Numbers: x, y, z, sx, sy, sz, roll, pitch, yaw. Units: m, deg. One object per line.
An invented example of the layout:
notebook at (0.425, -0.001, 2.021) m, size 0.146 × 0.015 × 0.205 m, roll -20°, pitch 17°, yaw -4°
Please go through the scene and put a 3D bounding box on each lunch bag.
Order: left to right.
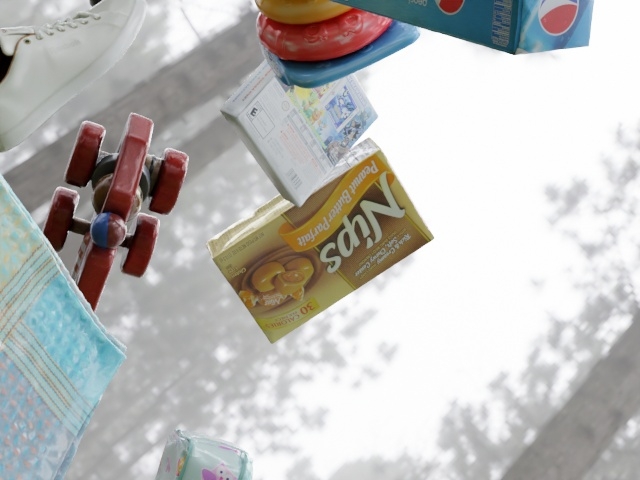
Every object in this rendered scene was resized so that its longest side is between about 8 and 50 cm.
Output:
lunch bag at (-0.171, 0.363, 1.725) m, size 0.107 × 0.224 × 0.279 m, roll 18°, pitch -9°, yaw -8°

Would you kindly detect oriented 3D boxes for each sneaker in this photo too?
sneaker at (-0.345, -0.248, 1.708) m, size 0.106 × 0.290 × 0.123 m, roll 13°, pitch -36°, yaw 51°

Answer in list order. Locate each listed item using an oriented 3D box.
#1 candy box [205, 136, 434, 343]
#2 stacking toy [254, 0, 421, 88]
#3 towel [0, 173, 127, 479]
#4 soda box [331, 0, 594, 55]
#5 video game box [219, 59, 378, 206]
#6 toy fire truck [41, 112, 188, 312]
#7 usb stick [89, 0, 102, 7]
candy box at (0.000, 0.000, 2.131) m, size 0.183 × 0.316 × 0.087 m, roll 57°, pitch -1°, yaw -24°
stacking toy at (-0.016, -0.328, 1.430) m, size 0.175 × 0.165 × 0.302 m, roll -121°, pitch -170°, yaw -48°
towel at (-0.297, 0.071, 1.095) m, size 0.040 × 0.271 × 0.370 m, roll -5°, pitch -48°, yaw 27°
soda box at (0.094, -0.184, 0.935) m, size 0.210 × 0.071 × 0.067 m, roll 30°, pitch -57°, yaw 50°
video game box at (-0.026, -0.180, 1.886) m, size 0.048 × 0.187 × 0.205 m, roll 31°, pitch -17°, yaw 43°
toy fire truck at (-0.310, -0.020, 1.957) m, size 0.169 × 0.254 × 0.302 m, roll 18°, pitch -59°, yaw -14°
usb stick at (-0.321, -0.442, 1.898) m, size 0.077 × 0.045 × 0.278 m, roll 18°, pitch -41°, yaw 25°
